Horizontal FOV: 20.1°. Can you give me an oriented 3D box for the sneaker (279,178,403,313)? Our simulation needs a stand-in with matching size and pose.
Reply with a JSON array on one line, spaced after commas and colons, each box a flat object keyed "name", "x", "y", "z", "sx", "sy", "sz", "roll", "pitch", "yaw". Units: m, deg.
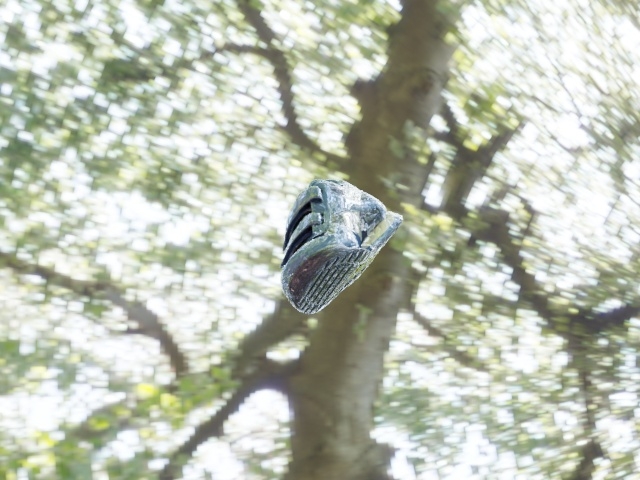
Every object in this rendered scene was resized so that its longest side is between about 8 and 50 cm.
[{"name": "sneaker", "x": 0.000, "y": 0.000, "z": 1.067, "sx": 0.059, "sy": 0.144, "sz": 0.053, "roll": 42, "pitch": -70, "yaw": 4}]
